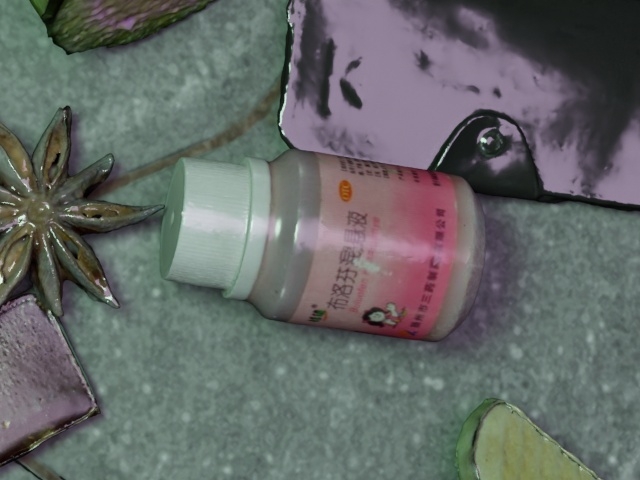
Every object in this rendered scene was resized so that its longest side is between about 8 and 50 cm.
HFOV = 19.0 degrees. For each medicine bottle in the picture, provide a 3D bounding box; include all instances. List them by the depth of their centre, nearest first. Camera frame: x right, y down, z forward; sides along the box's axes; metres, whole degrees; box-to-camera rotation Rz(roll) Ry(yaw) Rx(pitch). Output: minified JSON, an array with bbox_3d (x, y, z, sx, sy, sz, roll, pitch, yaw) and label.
[{"bbox_3d":[0.000,0.000,1.535,0.247,0.147,0.147,8,84,-14],"label":"medicine bottle"}]

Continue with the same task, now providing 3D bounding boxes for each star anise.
[{"bbox_3d":[-0.226,-0.012,1.514,0.182,0.065,0.195,32,64,-7],"label":"star anise"}]

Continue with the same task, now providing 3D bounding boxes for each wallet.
[{"bbox_3d":[-0.300,0.136,1.507,0.232,0.031,0.122,-26,88,-17],"label":"wallet"},{"bbox_3d":[0.144,-0.136,1.630,0.377,0.051,0.197,9,83,-12],"label":"wallet"}]

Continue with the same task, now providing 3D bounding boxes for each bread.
[{"bbox_3d":[0.192,0.240,1.589,0.172,0.064,0.232,-6,73,-33],"label":"bread"}]

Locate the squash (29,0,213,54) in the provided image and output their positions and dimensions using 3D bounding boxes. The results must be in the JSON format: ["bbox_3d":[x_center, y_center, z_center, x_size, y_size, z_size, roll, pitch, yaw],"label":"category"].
[{"bbox_3d":[-0.159,-0.354,1.476,0.310,0.310,0.309,-31,79,-14],"label":"squash"}]
